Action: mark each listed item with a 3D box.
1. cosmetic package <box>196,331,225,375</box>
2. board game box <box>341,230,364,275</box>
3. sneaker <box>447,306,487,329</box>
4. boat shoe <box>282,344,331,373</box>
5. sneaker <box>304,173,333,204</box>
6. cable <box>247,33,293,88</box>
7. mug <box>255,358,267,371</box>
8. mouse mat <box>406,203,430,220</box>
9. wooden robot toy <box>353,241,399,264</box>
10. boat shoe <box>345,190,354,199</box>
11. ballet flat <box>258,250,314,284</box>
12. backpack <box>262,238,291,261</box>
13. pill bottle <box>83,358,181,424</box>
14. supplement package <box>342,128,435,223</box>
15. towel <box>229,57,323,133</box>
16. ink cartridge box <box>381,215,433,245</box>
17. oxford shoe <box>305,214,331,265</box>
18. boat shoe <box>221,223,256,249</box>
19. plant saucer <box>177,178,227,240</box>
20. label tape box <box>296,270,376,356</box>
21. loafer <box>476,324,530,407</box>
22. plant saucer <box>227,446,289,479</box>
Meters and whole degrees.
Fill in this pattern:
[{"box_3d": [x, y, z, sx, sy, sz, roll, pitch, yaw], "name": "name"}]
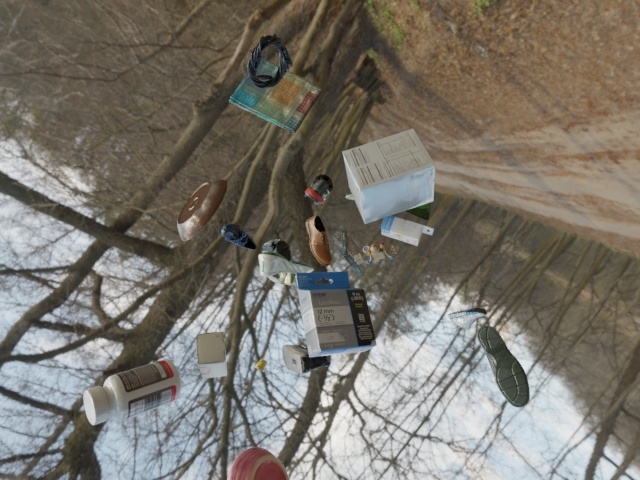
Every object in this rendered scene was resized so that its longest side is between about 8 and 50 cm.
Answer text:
[{"box_3d": [-0.530, 0.567, 2.102, 0.130, 0.296, 0.153, -4, -120, -13], "name": "cosmetic package"}, {"box_3d": [0.139, 0.057, 1.839, 0.186, 0.026, 0.126, 50, -150, -48], "name": "board game box"}, {"box_3d": [0.631, 0.333, 1.813, 0.072, 0.191, 0.082, -14, -100, -31], "name": "sneaker"}, {"box_3d": [-0.073, 0.578, 2.123, 0.158, 0.127, 0.341, -6, -179, -23], "name": "boat shoe"}, {"box_3d": [0.001, -0.237, 1.974, 0.098, 0.135, 0.276, 37, -174, -2], "name": "sneaker"}, {"box_3d": [-0.168, -0.566, 1.354, 0.047, 0.151, 0.184, 55, -178, 20], "name": "cable"}, {"box_3d": [-0.356, 0.757, 2.609, 0.062, 0.064, 0.078, 33, 164, -6], "name": "mug"}, {"box_3d": [0.408, -0.182, 1.858, 0.190, 0.152, 0.007, 20, 161, -27], "name": "mouse mat"}, {"box_3d": [0.200, 0.032, 1.596, 0.079, 0.174, 0.076, 53, -150, -47], "name": "wooden robot toy"}, {"box_3d": [0.228, -0.252, 2.073, 0.084, 0.233, 0.079, 24, -125, -58], "name": "boat shoe"}, {"box_3d": [-0.166, 0.147, 2.024, 0.139, 0.139, 0.400, 39, -173, 30], "name": "ballet flat"}, {"box_3d": [-0.241, 0.061, 2.363, 0.115, 0.151, 0.182, -19, -165, -32], "name": "backpack"}, {"box_3d": [-0.726, 0.590, 1.664, 0.319, 0.176, 0.176, -8, -142, -44], "name": "pill bottle"}, {"box_3d": [0.241, -0.225, 1.516, 0.199, 0.263, 0.197, 72, 180, -55], "name": "supplement package"}, {"box_3d": [-0.210, -0.685, 2.006, 0.371, 0.271, 0.040, 29, 172, 12], "name": "towel"}, {"box_3d": [0.321, -0.033, 1.595, 0.182, 0.061, 0.104, 18, 171, 15], "name": "ink cartridge box"}, {"box_3d": [0.000, 0.000, 1.716, 0.076, 0.076, 0.212, -16, -97, -31], "name": "oxford shoe"}, {"box_3d": [-0.404, -0.019, 2.203, 0.089, 0.108, 0.258, 33, -177, 27], "name": "boat shoe"}, {"box_3d": [-0.325, -0.091, 1.145, 0.036, 0.198, 0.198, 38, -174, -30], "name": "plant saucer"}, {"box_3d": [0.057, 0.269, 1.698, 0.250, 0.115, 0.347, 1, -115, -26], "name": "label tape box"}, {"box_3d": [0.598, 0.408, 1.399, 0.084, 0.096, 0.267, 48, -159, -58], "name": "loafer"}, {"box_3d": [-0.224, 0.986, 1.684, 0.332, 0.084, 0.331, 45, -151, -33], "name": "plant saucer"}]
